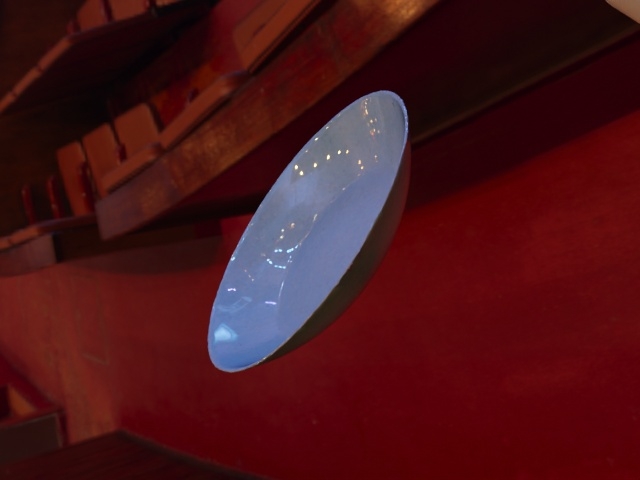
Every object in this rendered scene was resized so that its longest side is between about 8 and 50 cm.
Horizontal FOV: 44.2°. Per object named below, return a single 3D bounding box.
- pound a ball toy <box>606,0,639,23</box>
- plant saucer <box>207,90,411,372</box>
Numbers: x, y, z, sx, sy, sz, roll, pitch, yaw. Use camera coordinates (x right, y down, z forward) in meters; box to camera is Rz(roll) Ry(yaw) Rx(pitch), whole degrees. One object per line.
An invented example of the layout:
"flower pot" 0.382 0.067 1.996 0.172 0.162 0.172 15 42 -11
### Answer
"pound a ball toy" 0.272 -0.071 0.217 0.319 0.208 0.136 47 171 32
"plant saucer" 0.000 0.000 0.481 0.195 0.037 0.195 -46 23 26
